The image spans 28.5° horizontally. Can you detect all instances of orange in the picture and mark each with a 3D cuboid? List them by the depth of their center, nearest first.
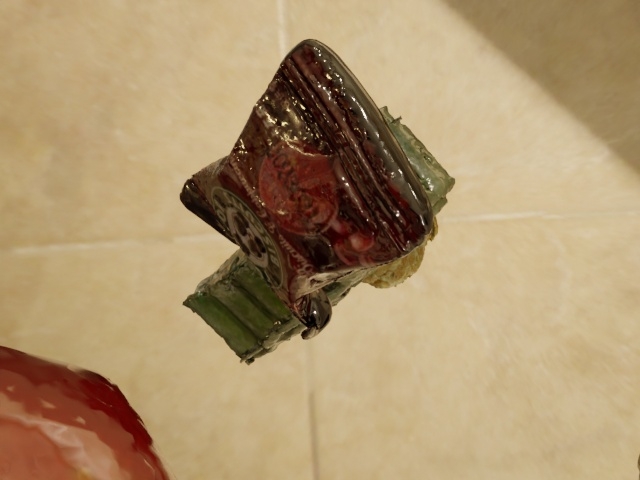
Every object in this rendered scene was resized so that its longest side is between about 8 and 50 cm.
[{"bbox_3d":[0.084,-0.013,1.665,0.157,0.134,0.156,10,71,-32],"label":"orange"}]

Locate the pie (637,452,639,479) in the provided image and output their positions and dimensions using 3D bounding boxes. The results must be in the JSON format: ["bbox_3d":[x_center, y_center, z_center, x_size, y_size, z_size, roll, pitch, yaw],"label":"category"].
[{"bbox_3d":[0.387,0.172,1.168,0.185,0.052,0.218,-2,78,25],"label":"pie"}]

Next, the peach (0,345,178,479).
[{"bbox_3d":[-0.208,0.186,0.545,0.406,0.335,0.310,5,84,0],"label":"peach"}]

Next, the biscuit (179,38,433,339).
[{"bbox_3d":[-0.016,-0.020,0.865,0.063,0.235,0.151,-31,84,-29],"label":"biscuit"}]

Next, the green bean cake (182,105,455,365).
[{"bbox_3d":[0.000,0.000,1.346,0.132,0.255,0.241,48,131,-2],"label":"green bean cake"}]
